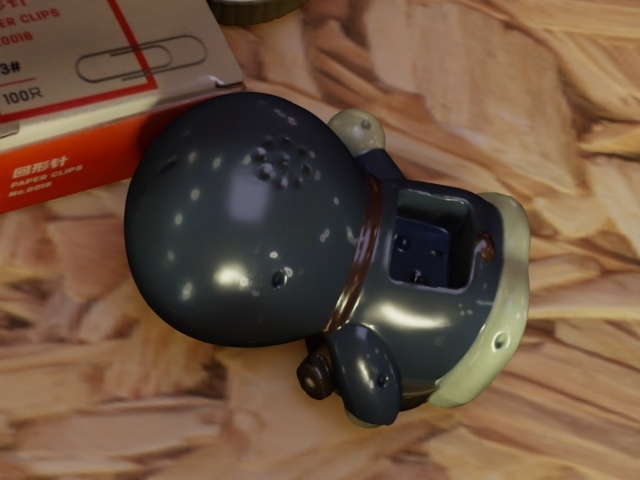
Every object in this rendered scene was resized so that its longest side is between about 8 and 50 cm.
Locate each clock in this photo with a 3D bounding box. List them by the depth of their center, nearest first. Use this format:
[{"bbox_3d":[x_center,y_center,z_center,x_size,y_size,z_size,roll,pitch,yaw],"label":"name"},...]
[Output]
[{"bbox_3d":[0.000,0.000,1.057,0.243,0.146,0.199,17,62,-16],"label":"clock"}]

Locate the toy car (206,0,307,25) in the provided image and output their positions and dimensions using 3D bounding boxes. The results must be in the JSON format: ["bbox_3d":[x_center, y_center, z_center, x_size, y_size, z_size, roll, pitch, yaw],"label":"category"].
[{"bbox_3d":[-0.052,-0.259,1.199,0.235,0.145,0.235,1,75,-5],"label":"toy car"}]

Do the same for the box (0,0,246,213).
[{"bbox_3d":[-0.157,-0.106,1.088,0.182,0.099,0.133,-15,66,-25],"label":"box"}]
